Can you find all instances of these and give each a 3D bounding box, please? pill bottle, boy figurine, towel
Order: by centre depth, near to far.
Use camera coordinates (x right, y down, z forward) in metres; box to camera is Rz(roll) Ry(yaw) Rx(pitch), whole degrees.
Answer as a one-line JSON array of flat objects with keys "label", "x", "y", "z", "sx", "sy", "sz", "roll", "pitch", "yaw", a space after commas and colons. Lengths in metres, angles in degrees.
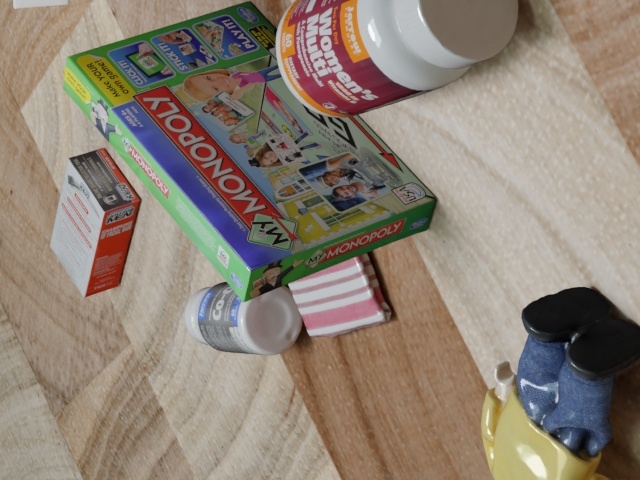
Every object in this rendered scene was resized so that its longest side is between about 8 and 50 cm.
[{"label": "pill bottle", "x": 0.063, "y": -0.180, "z": 1.637, "sx": 0.221, "sy": 0.121, "sz": 0.121, "roll": -13, "pitch": 96, "yaw": 59}, {"label": "boy figurine", "x": 0.208, "y": 0.187, "z": 1.660, "sx": 0.177, "sy": 0.092, "sz": 0.285, "roll": 41, "pitch": 140, "yaw": 38}, {"label": "towel", "x": 0.000, "y": 0.000, "z": 1.938, "sx": 0.144, "sy": 0.029, "sz": 0.197, "roll": -16, "pitch": 97, "yaw": 59}, {"label": "pill bottle", "x": -0.086, "y": 0.083, "z": 2.067, "sx": 0.137, "sy": 0.078, "sz": 0.078, "roll": -2, "pitch": 106, "yaw": 57}]

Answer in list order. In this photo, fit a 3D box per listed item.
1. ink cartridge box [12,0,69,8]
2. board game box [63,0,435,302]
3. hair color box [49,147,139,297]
[{"label": "ink cartridge box", "x": -0.321, "y": -0.373, "z": 2.138, "sx": 0.115, "sy": 0.067, "sz": 0.198, "roll": -112, "pitch": 21, "yaw": -54}, {"label": "board game box", "x": -0.070, "y": -0.092, "z": 1.809, "sx": 0.317, "sy": 0.213, "sz": 0.046, "roll": 48, "pitch": 143, "yaw": 30}, {"label": "hair color box", "x": -0.275, "y": -0.020, "z": 2.324, "sx": 0.093, "sy": 0.053, "sz": 0.167, "roll": 54, "pitch": 147, "yaw": 26}]
